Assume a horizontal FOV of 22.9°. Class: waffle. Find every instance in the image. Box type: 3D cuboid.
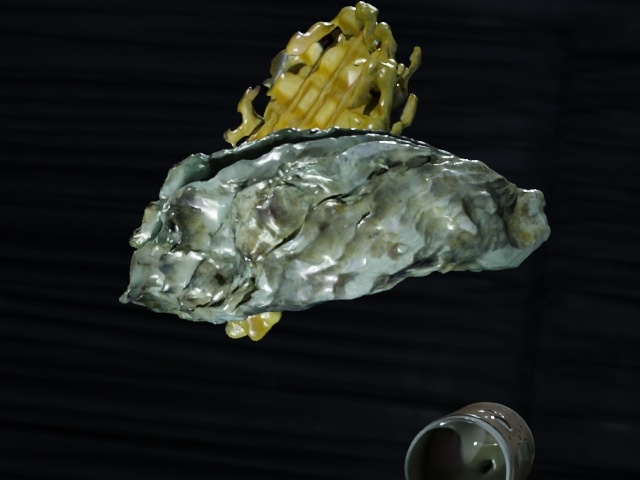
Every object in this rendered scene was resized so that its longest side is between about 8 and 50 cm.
[{"bbox_3d":[-0.023,-0.058,1.291,0.262,0.060,0.280,-32,43,43],"label":"waffle"}]

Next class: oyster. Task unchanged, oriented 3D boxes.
[{"bbox_3d":[0.000,0.000,1.063,0.198,0.268,0.112,23,-126,-51],"label":"oyster"}]

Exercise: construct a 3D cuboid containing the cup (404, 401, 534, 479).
[{"bbox_3d":[0.119,0.160,1.101,0.074,0.102,0.099,-57,-15,13],"label":"cup"}]
